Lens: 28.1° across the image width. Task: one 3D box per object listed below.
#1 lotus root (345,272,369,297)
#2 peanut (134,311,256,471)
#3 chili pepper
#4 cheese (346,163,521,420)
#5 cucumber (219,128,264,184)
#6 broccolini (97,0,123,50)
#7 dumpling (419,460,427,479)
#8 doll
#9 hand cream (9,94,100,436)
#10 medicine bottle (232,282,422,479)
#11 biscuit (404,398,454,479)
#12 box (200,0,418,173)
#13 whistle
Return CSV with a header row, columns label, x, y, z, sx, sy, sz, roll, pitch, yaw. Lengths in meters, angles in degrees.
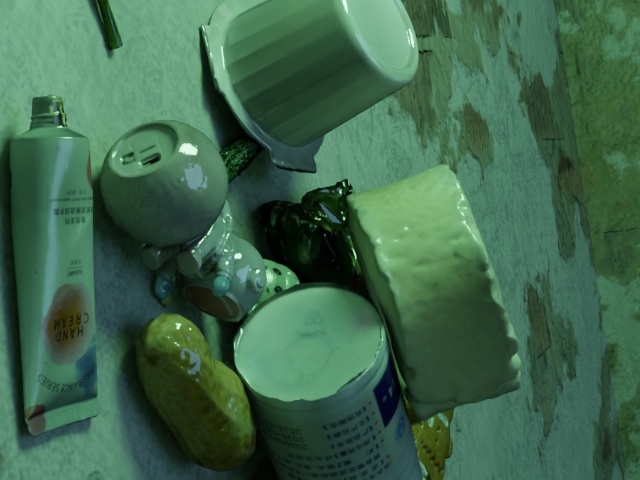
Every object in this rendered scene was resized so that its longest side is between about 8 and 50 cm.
label,x,y,z,sx,sy,sz,roll,pitch,yaw
lotus root,0.077,0.061,1.968,0.159,0.135,0.095,39,49,-38
peanut,-0.145,0.176,1.484,0.226,0.095,0.108,61,37,-33
chili pepper,-0.008,0.002,1.797,0.264,0.116,0.148,-38,113,-77
cheese,0.145,0.080,1.673,0.292,0.153,0.332,-111,-177,-71
cucumber,-0.099,-0.128,1.724,0.044,0.043,0.256,67,30,-20
broccolini,-0.259,-0.321,1.445,0.044,0.042,0.218,-47,127,-58
dumpling,0.127,0.440,1.937,0.162,0.132,0.250,13,71,-59
doll,-0.146,-0.011,1.489,0.287,0.151,0.151,62,32,-44
hand cream,-0.268,0.022,1.308,0.124,0.078,0.340,-10,97,-65
medicine bottle,0.017,0.230,1.643,0.332,0.190,0.190,74,24,-44
biscuit,0.197,0.300,2.235,0.184,0.035,0.249,57,35,-42
box,0.013,-0.262,1.743,0.262,0.206,0.291,54,35,-21
whistle,-0.047,0.098,1.707,0.253,0.106,0.102,47,64,-50
